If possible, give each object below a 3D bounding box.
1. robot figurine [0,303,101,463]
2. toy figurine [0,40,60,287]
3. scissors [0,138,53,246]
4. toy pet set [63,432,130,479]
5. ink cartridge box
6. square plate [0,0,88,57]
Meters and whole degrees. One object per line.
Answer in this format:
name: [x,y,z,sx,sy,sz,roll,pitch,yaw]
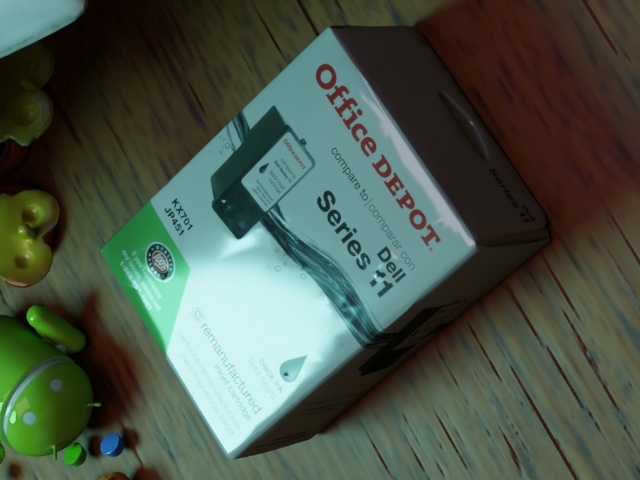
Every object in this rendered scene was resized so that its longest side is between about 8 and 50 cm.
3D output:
robot figurine: [-0.191,0.091,1.253,0.115,0.067,0.101,33,82,29]
toy figurine: [-0.298,-0.098,1.230,0.217,0.191,0.363,-30,59,51]
scissors: [-0.278,0.027,1.339,0.297,0.021,0.109,-39,73,32]
toy pet set: [-0.162,0.196,1.263,0.122,0.065,0.114,-17,50,31]
ink cartridge box: [0.000,0.000,1.102,0.208,0.087,0.153,-43,71,28]
square plate: [-0.260,-0.222,1.011,0.347,0.049,0.344,-19,72,38]
